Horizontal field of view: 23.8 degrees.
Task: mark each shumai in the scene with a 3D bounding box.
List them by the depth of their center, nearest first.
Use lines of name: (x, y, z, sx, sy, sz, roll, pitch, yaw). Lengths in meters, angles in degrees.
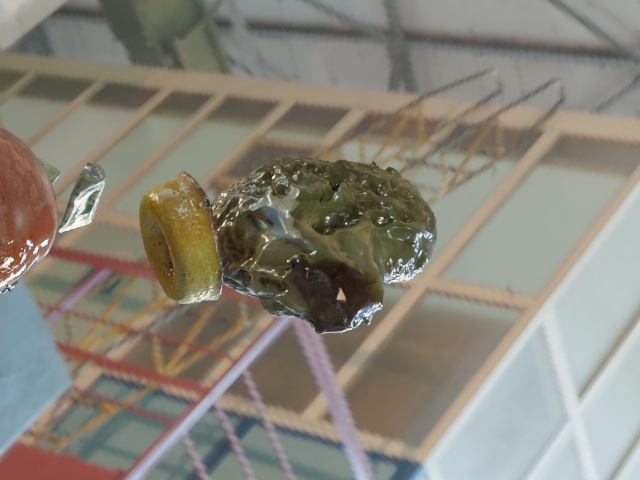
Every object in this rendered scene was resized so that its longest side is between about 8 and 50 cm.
shumai: (0.000, -0.001, 2.093, 0.346, 0.283, 0.217, 4, -84, -4)

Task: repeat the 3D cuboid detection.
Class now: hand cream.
hand cream: (-0.354, -0.063, 2.282, 0.037, 0.057, 0.165, 59, -33, 21)

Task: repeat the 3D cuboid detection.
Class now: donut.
donut: (-0.160, 0.001, 1.727, 0.152, 0.058, 0.152, 49, -32, 45)

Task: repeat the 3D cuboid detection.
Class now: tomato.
tomato: (-0.458, -0.035, 1.889, 0.256, 0.256, 0.224, 6, -59, 42)

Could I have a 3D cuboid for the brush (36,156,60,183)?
brush: (-0.437, -0.124, 2.112, 0.178, 0.033, 0.030, 33, -37, 16)
